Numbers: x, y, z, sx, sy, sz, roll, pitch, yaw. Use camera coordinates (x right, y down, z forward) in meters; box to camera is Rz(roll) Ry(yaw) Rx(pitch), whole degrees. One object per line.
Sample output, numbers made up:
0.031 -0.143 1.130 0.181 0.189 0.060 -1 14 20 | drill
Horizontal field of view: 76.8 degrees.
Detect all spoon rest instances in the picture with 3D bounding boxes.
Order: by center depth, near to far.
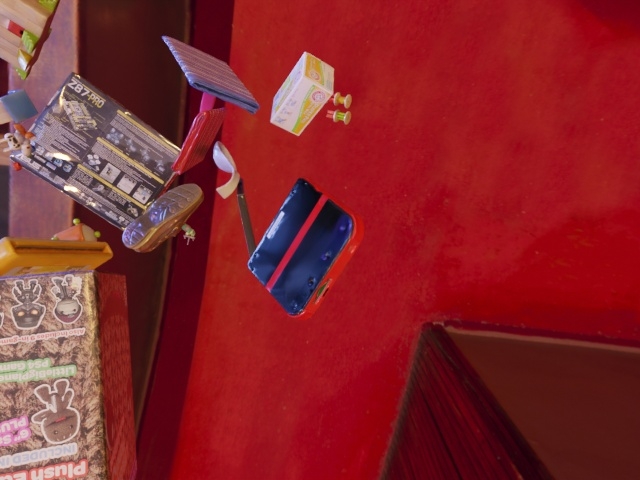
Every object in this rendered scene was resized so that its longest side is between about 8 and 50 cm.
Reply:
-0.368 -0.287 1.596 0.084 0.277 0.137 -23 140 10 | spoon rest

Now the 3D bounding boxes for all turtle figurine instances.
-0.506 -0.035 1.330 0.175 0.234 0.118 -10 92 -28 | turtle figurine

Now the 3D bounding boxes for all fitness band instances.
-0.456 -0.474 1.566 0.054 0.291 0.209 16 94 -19 | fitness band

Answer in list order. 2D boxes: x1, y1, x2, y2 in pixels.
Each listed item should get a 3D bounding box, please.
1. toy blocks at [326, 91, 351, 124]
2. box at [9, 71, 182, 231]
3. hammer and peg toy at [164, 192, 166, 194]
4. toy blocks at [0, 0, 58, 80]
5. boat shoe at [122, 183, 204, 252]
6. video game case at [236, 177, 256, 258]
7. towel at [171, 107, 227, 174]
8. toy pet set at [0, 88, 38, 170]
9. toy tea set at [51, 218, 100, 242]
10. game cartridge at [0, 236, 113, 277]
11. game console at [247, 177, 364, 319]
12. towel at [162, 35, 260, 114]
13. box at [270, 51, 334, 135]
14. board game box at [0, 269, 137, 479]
0.050 -0.550 1.656 0.148 0.054 0.123 22 135 24 | toy blocks
-0.661 -0.258 1.244 0.394 0.097 0.318 35 93 -16 | box
-0.785 -0.310 1.691 0.265 0.128 0.362 3 143 1 | hammer and peg toy
-1.154 -0.813 1.465 0.260 0.191 0.381 30 135 -33 | toy blocks
-0.299 -0.042 0.791 0.178 0.060 0.064 -40 61 -2 | boat shoe
-0.302 -0.093 1.655 0.035 0.248 0.275 -11 114 -7 | video game case
-0.358 -0.310 1.217 0.031 0.275 0.199 30 107 -11 | towel
-0.514 -0.199 0.703 0.065 0.122 0.114 -21 126 -12 | toy pet set
-0.733 0.098 1.290 0.124 0.200 0.337 -19 123 -13 | toy tea set
-0.688 0.102 0.908 0.323 0.285 0.053 -34 82 7 | game cartridge
-0.059 0.024 1.316 0.060 0.342 0.387 21 105 -48 | game console
-0.351 -0.530 1.289 0.243 0.336 0.040 9 126 -44 | towel
-0.056 -0.433 1.210 0.103 0.114 0.203 20 144 -27 | box
-0.308 0.187 0.467 0.140 0.232 0.292 -4 87 -19 | board game box
